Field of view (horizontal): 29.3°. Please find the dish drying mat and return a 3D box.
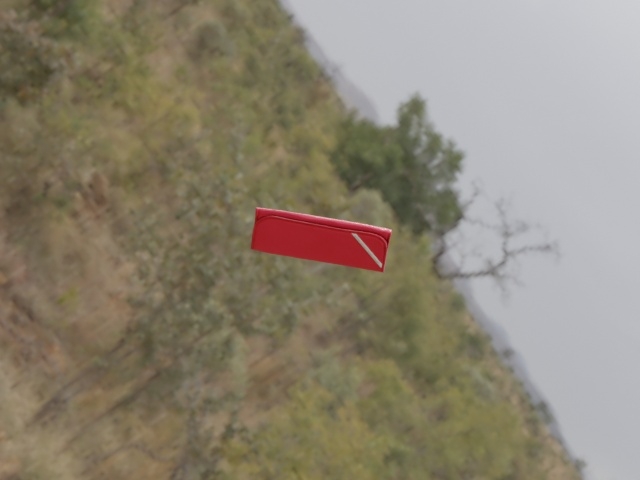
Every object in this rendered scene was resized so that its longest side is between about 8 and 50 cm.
[{"bbox_3d":[0.000,0.000,0.744,0.008,0.083,0.032,-80,180,-54],"label":"dish drying mat"}]
